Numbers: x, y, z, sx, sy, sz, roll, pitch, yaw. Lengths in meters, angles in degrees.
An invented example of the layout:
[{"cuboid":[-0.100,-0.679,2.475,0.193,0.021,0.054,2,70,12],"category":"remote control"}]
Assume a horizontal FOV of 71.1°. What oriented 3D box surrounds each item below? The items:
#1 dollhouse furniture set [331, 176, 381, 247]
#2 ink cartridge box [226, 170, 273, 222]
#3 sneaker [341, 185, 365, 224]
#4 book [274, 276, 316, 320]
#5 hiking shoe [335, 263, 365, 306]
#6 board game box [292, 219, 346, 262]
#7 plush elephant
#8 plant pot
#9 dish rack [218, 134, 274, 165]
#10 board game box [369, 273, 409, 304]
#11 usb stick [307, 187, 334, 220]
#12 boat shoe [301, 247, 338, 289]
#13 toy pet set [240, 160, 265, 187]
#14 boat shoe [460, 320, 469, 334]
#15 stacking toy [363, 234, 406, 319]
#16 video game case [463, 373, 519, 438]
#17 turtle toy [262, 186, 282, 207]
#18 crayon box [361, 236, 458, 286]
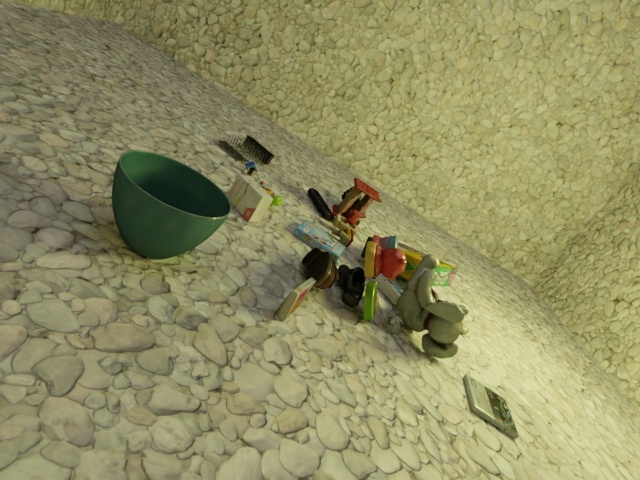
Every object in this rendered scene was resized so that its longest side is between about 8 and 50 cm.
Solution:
[{"cuboid":[0.171,-0.115,2.102,0.152,0.201,0.374,32,28,-17],"category":"dollhouse furniture set"},{"cuboid":[-0.283,-0.172,1.704,0.198,0.115,0.067,44,22,28],"category":"ink cartridge box"},{"cuboid":[0.203,-0.175,2.469,0.146,0.134,0.344,49,24,-21],"category":"sneaker"},{"cuboid":[-0.067,0.164,1.284,0.035,0.096,0.144,38,19,10],"category":"book"},{"cuboid":[0.122,0.138,1.621,0.086,0.114,0.227,26,21,-22],"category":"hiking shoe"},{"cuboid":[0.000,0.000,1.866,0.211,0.039,0.160,36,19,3],"category":"board game box"},{"cuboid":[0.407,0.257,1.596,0.255,0.272,0.330,28,45,23],"category":"plush elephant"},{"cuboid":[-0.404,-0.068,1.146,0.290,0.195,0.290,30,20,-12],"category":"plant pot"},{"cuboid":[-0.386,-0.471,2.310,0.208,0.074,0.271,40,20,19],"category":"dish rack"},{"cuboid":[0.351,0.200,1.931,0.305,0.053,0.193,12,28,-47],"category":"board game box"},{"cuboid":[0.000,-0.189,2.305,0.077,0.045,0.278,30,18,-35],"category":"usb stick"},{"cuboid":[0.017,0.102,1.486,0.104,0.110,0.307,46,5,-13],"category":"boat shoe"},{"cuboid":[-0.308,-0.314,2.075,0.122,0.065,0.114,21,23,-34],"category":"toy pet set"},{"cuboid":[0.604,0.354,1.978,0.045,0.050,0.135,27,20,-34],"category":"boat shoe"},{"cuboid":[0.231,0.125,1.552,0.130,0.280,0.309,4,12,12],"category":"stacking toy"},{"cuboid":[0.567,0.551,1.502,0.173,0.022,0.190,33,19,-1],"category":"video game case"},{"cuboid":[-0.222,-0.182,1.899,0.130,0.066,0.095,35,19,4],"category":"turtle toy"},{"cuboid":[0.406,0.097,2.008,0.313,0.106,0.363,25,9,33],"category":"crayon box"}]
